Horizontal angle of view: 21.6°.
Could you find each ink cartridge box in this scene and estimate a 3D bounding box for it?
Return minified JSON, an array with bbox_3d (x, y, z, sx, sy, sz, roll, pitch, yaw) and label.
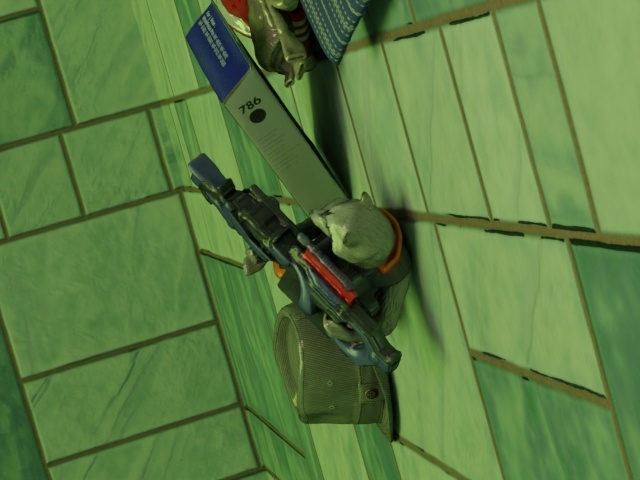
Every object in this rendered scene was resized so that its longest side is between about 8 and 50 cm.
[{"bbox_3d":[-0.079,-0.170,2.132,0.332,0.065,0.165,55,-177,-42],"label":"ink cartridge box"}]

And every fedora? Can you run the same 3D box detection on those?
[{"bbox_3d":[0.009,0.174,2.355,0.275,0.124,0.243,86,164,-49],"label":"fedora"}]

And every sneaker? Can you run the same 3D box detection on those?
[{"bbox_3d":[-0.065,-0.318,2.155,0.221,0.087,0.128,47,146,41],"label":"sneaker"}]

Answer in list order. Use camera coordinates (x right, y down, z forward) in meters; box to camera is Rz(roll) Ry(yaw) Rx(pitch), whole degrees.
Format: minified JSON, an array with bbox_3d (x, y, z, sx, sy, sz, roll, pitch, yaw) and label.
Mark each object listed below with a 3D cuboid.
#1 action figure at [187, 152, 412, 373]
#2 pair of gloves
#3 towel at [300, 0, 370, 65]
[{"bbox_3d":[0.000,0.000,2.034,0.341,0.178,0.330,48,163,1],"label":"action figure"},{"bbox_3d":[-0.048,-0.308,1.974,0.204,0.042,0.240,69,153,18],"label":"pair of gloves"},{"bbox_3d":[0.011,-0.351,1.726,0.336,0.040,0.243,123,127,-69],"label":"towel"}]
